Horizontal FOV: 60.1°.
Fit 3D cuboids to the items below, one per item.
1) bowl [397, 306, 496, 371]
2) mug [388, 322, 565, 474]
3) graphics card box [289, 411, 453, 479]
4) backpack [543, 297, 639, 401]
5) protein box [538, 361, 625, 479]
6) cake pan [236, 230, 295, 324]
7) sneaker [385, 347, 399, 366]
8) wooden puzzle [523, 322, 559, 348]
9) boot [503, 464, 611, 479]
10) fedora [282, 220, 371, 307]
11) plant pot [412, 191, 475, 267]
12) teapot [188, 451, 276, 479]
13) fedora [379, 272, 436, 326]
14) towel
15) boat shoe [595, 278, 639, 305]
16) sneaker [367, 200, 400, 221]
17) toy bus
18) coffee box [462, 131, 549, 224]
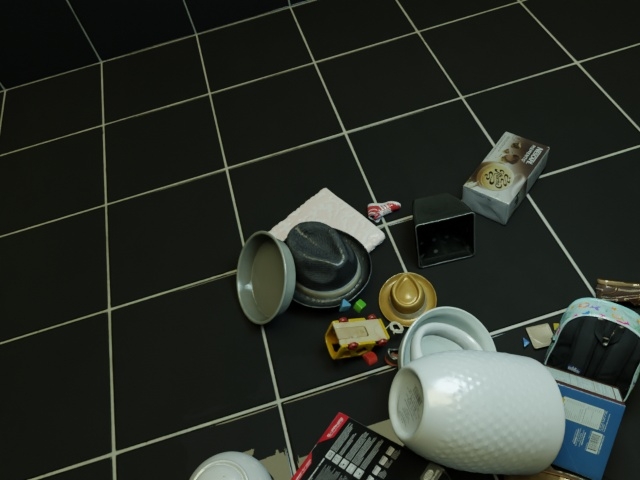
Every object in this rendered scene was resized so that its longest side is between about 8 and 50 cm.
[{"bbox_3d":[0.326,0.336,1.518,0.297,0.134,0.298,4,77,-18],"label":"bowl"},{"bbox_3d":[0.334,0.357,1.317,0.327,0.276,0.374,11,42,-20],"label":"mug"},{"bbox_3d":[0.116,0.591,1.338,0.370,0.094,0.233,7,49,52],"label":"graphics card box"},{"bbox_3d":[0.725,0.276,1.448,0.225,0.254,0.191,19,37,24],"label":"backpack"},{"bbox_3d":[0.607,0.440,1.365,0.201,0.136,0.200,16,100,21],"label":"protein box"},{"bbox_3d":[-0.172,0.117,1.745,0.054,0.293,0.293,4,42,-38],"label":"cake pan"},{"bbox_3d":[0.264,0.339,1.603,0.157,0.065,0.061,-1,54,10],"label":"sneaker"},{"bbox_3d":[0.644,0.279,1.610,0.116,0.014,0.079,-7,49,5],"label":"wooden puzzle"},{"bbox_3d":[0.602,0.607,1.348,0.305,0.112,0.115,14,88,15],"label":"boot"},{"bbox_3d":[-0.005,0.048,1.745,0.333,0.153,0.334,-5,54,7],"label":"fedora"},{"bbox_3d":[0.386,-0.049,1.802,0.187,0.188,0.167,-13,40,2],"label":"plant pot"},{"bbox_3d":[-0.237,0.647,1.399,0.252,0.187,0.256,35,66,29],"label":"teapot"},{"bbox_3d":[0.270,0.169,1.717,0.194,0.079,0.194,-5,53,7],"label":"fedora"},{"bbox_3d":[0.000,0.000,1.906,0.331,0.053,0.317,-39,57,-16],"label":"towel"},{"bbox_3d":[0.917,0.156,1.619,0.206,0.073,0.073,4,93,17],"label":"boat shoe"},{"bbox_3d":[0.223,-0.100,1.943,0.118,0.042,0.067,-5,49,16],"label":"sneaker"},{"bbox_3d":[0.114,0.292,1.641,0.202,0.104,0.191,31,42,7],"label":"toy bus"},{"bbox_3d":[0.637,-0.218,1.903,0.168,0.119,0.297,29,65,29],"label":"coffee box"}]
